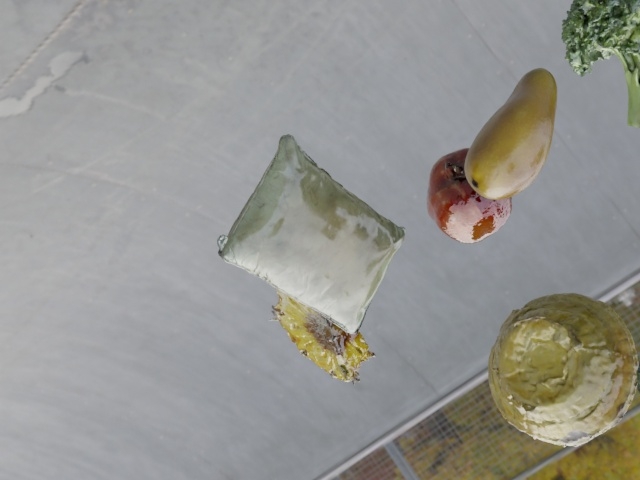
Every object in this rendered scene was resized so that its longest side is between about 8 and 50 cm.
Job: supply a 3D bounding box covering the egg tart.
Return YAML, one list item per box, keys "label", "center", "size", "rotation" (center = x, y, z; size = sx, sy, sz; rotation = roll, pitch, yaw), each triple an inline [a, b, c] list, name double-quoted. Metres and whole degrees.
- label: "egg tart"
  center: [0.418, 0.227, 1.360]
  size: [0.115, 0.290, 0.290]
  rotation: [15, 135, -44]

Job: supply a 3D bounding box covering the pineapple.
- label: "pineapple"
  center: [-0.011, 0.122, 1.220]
  size: [0.135, 0.233, 0.079]
  rotation: [2, -143, 39]

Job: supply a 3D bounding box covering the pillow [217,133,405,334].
- label: "pillow"
  center: [0.000, 0.000, 1.055]
  size: [0.302, 0.075, 0.185]
  rotation: [34, 80, -42]

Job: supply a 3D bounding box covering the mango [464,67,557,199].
- label: "mango"
  center: [0.273, -0.147, 1.054]
  size: [0.227, 0.099, 0.136]
  rotation: [-59, 167, -31]

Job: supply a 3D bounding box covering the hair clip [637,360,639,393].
- label: "hair clip"
  center: [0.526, 0.137, 1.176]
  size: [0.036, 0.229, 0.066]
  rotation: [5, 177, -24]

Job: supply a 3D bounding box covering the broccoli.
- label: "broccoli"
  center: [0.634, -0.390, 1.435]
  size: [0.375, 0.249, 0.302]
  rotation: [-6, 131, -4]

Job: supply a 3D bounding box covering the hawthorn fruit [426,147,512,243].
- label: "hawthorn fruit"
  center: [0.253, -0.088, 1.326]
  size: [0.157, 0.157, 0.194]
  rotation: [-35, 145, 5]
